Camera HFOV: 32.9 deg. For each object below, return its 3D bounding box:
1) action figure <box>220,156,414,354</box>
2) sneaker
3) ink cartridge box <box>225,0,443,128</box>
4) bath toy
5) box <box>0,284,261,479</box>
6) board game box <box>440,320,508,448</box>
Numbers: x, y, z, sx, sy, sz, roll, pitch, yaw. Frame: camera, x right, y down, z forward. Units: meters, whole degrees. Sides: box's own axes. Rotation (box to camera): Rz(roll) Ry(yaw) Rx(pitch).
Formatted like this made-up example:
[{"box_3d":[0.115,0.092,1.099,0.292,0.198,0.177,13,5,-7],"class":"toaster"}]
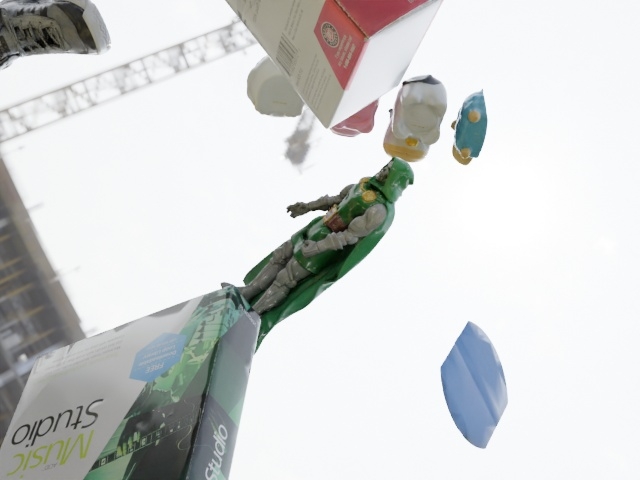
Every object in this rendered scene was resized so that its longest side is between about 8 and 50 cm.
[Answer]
[{"box_3d":[0.000,0.000,1.057,0.232,0.137,0.063,-40,-58,16],"class":"action figure"},{"box_3d":[-0.422,-0.296,1.583,0.268,0.153,0.101,24,-38,45],"class":"sneaker"},{"box_3d":[-0.016,-0.297,1.198,0.283,0.117,0.207,52,-21,10],"class":"ink cartridge box"},{"box_3d":[0.064,-0.200,1.567,0.348,0.129,0.151,13,-51,-8],"class":"bath toy"},{"box_3d":[-0.178,0.194,0.890,0.232,0.322,0.058,-21,-54,23],"class":"box"},{"box_3d":[0.191,0.192,1.419,0.033,0.168,0.133,-17,-70,35],"class":"board game box"}]
